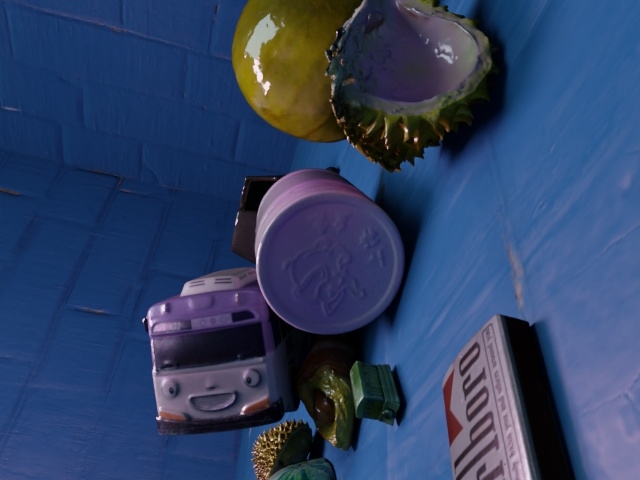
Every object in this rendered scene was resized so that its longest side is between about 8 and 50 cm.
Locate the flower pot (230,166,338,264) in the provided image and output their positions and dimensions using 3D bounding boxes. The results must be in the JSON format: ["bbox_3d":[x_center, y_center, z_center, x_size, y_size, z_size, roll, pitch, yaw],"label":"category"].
[{"bbox_3d":[-0.113,-0.041,1.624,0.379,0.251,0.379,-169,90,-81],"label":"flower pot"}]

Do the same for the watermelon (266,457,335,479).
[{"bbox_3d":[-0.030,0.429,0.919,0.146,0.128,0.231,-45,26,40],"label":"watermelon"}]

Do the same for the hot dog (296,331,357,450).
[{"bbox_3d":[0.009,0.219,0.944,0.261,0.093,0.123,-92,18,-60],"label":"hot dog"}]

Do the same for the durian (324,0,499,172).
[{"bbox_3d":[0.113,-0.189,0.715,0.195,0.186,0.305,83,-166,-51],"label":"durian"}]

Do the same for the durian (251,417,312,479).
[{"bbox_3d":[-0.069,0.418,1.114,0.146,0.103,0.208,-55,-34,-31],"label":"durian"}]

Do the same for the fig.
[{"bbox_3d":[0.007,-0.361,1.057,0.343,0.344,0.343,-167,90,-82],"label":"fig"}]

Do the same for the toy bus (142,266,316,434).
[{"bbox_3d":[-0.137,0.172,1.062,0.440,0.210,0.249,-23,-75,-81],"label":"toy bus"}]

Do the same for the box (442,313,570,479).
[{"bbox_3d":[0.132,0.158,0.426,0.177,0.036,0.115,-87,12,-45],"label":"box"}]

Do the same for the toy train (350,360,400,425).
[{"bbox_3d":[0.068,0.190,0.725,0.093,0.057,0.038,-96,19,-67],"label":"toy train"}]

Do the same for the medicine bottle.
[{"bbox_3d":[0.000,0.000,0.932,0.325,0.212,0.211,-119,42,-76],"label":"medicine bottle"}]
